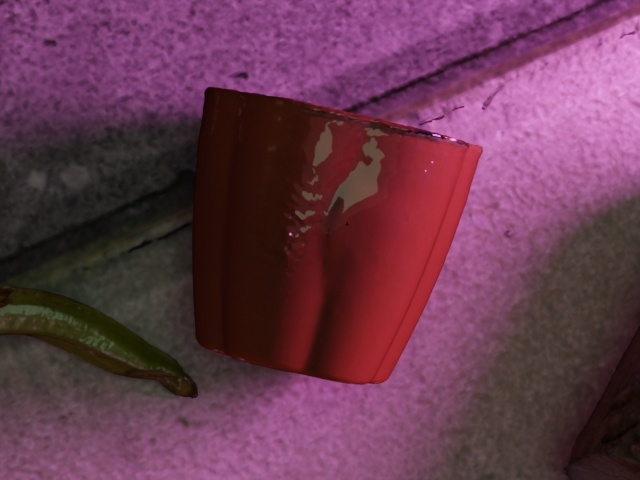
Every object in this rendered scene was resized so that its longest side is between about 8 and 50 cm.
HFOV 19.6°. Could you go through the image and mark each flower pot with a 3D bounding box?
[{"bbox_3d":[0.000,0.000,1.224,0.191,0.190,0.173,11,93,-9],"label":"flower pot"}]

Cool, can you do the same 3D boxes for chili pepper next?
[{"bbox_3d":[-0.178,0.061,1.239,0.208,0.043,0.049,11,67,-10],"label":"chili pepper"}]

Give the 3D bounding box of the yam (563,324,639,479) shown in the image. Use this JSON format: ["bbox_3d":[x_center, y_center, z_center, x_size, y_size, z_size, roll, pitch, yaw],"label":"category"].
[{"bbox_3d":[0.304,0.066,1.275,0.168,0.168,0.304,31,79,-5],"label":"yam"}]
